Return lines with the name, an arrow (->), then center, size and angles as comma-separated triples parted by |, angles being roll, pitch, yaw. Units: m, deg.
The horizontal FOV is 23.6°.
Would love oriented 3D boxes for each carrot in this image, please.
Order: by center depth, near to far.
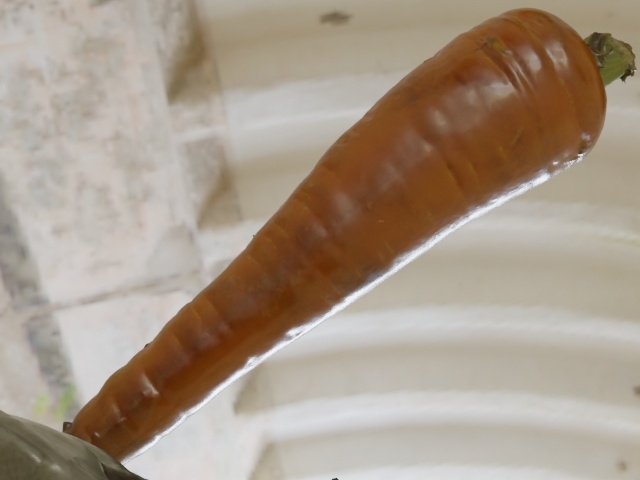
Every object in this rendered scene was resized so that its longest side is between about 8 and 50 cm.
carrot -> 0.000, 0.000, 0.524 | 0.061, 0.257, 0.061 | 54, -4, 6

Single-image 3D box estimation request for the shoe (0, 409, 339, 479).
shoe -> -0.023, 0.097, 0.369 | 0.125, 0.228, 0.099 | -19, 134, -65
